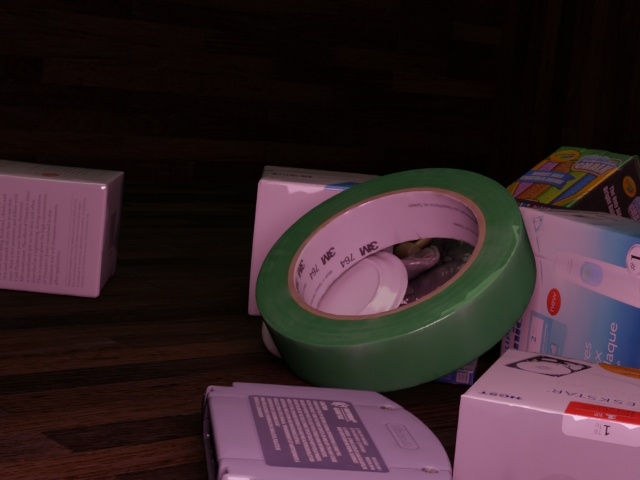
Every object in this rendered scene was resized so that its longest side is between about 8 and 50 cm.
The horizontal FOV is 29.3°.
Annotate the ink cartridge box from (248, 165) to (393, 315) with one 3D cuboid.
[{"bbox_3d":[0.000,0.000,1.835,0.198,0.197,0.270,5,8,-1],"label":"ink cartridge box"}]

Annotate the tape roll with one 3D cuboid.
[{"bbox_3d":[0.086,0.039,1.425,0.321,0.077,0.321,-16,33,10],"label":"tape roll"}]

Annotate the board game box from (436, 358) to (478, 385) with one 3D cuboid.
[{"bbox_3d":[0.143,0.152,1.482,0.090,0.020,0.090,7,8,10],"label":"board game box"}]

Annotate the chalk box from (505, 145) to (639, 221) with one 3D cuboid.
[{"bbox_3d":[0.460,-0.047,2.152,0.289,0.180,0.179,-34,28,-26],"label":"chalk box"}]

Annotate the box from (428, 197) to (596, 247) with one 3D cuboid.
[{"bbox_3d":[0.303,0.043,1.737,0.165,0.143,0.270,42,-17,-35],"label":"box"}]

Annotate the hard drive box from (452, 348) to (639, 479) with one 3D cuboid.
[{"bbox_3d":[0.236,0.175,1.134,0.181,0.089,0.232,8,8,17],"label":"hard drive box"}]

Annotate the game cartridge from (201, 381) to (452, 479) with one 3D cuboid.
[{"bbox_3d":[0.003,0.184,1.035,0.198,0.062,0.297,9,7,-9],"label":"game cartridge"}]

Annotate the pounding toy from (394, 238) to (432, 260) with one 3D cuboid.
[{"bbox_3d":[0.264,0.028,1.982,0.269,0.155,0.154,5,3,-9],"label":"pounding toy"}]

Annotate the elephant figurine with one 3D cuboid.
[{"bbox_3d":[0.117,0.084,1.607,0.239,0.186,0.169,-11,58,-29],"label":"elephant figurine"}]

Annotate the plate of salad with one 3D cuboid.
[{"bbox_3d":[0.020,0.085,1.528,0.199,0.048,0.200,-21,32,14],"label":"plate of salad"}]

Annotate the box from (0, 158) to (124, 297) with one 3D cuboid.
[{"bbox_3d":[-0.479,-0.030,1.811,0.345,0.168,0.215,6,8,-3],"label":"box"}]

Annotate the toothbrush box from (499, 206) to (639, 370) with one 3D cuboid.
[{"bbox_3d":[0.331,0.087,1.376,0.126,0.216,0.295,3,9,-19],"label":"toothbrush box"}]
